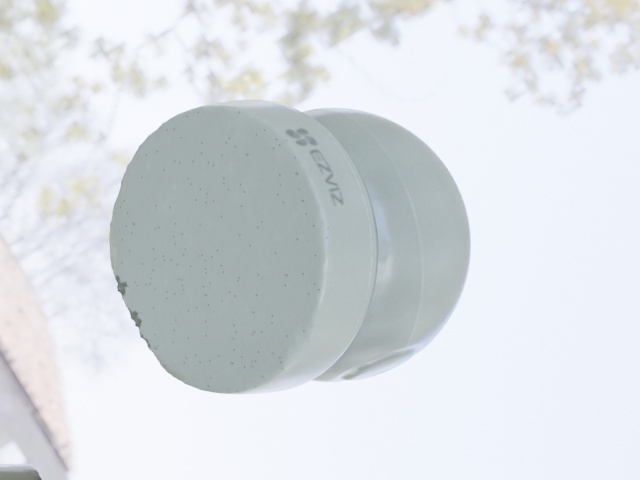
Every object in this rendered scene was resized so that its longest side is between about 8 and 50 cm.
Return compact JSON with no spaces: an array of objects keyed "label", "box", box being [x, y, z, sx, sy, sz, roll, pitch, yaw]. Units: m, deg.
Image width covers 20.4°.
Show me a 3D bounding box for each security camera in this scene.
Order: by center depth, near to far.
[{"label":"security camera","box":[0.000,0.000,1.185,0.194,0.236,0.194,4,-84,36]}]

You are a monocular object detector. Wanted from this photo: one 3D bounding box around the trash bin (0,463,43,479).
[{"label":"trash bin","box":[-0.275,0.242,0.993,0.121,0.247,0.243,142,-54,-61]}]
